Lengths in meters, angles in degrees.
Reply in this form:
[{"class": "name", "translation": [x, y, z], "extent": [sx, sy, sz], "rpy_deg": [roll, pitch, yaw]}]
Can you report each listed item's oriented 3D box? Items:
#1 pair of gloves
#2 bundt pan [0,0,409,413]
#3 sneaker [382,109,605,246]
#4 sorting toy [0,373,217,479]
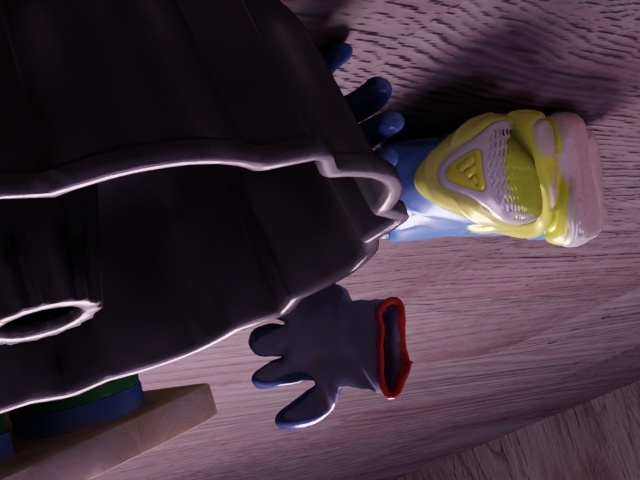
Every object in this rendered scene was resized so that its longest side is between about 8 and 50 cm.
[{"class": "pair of gloves", "translation": [0.000, 0.000, 0.739], "extent": [0.023, 0.198, 0.159], "rpy_deg": [3, 174, -30]}, {"class": "bundt pan", "translation": [-0.137, -0.020, 0.609], "extent": [0.331, 0.124, 0.331], "rpy_deg": [-18, 166, -5]}, {"class": "sneaker", "translation": [0.106, -0.041, 0.944], "extent": [0.126, 0.091, 0.240], "rpy_deg": [-5, 173, 27]}, {"class": "sorting toy", "translation": [-0.248, 0.120, 0.930], "extent": [0.257, 0.089, 0.255], "rpy_deg": [-11, -175, 34]}]
